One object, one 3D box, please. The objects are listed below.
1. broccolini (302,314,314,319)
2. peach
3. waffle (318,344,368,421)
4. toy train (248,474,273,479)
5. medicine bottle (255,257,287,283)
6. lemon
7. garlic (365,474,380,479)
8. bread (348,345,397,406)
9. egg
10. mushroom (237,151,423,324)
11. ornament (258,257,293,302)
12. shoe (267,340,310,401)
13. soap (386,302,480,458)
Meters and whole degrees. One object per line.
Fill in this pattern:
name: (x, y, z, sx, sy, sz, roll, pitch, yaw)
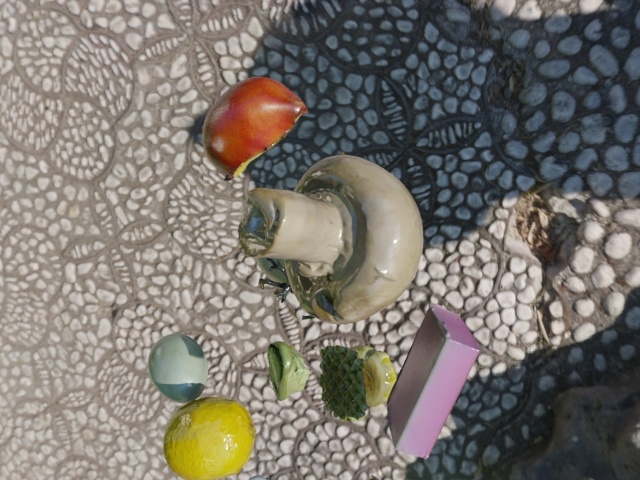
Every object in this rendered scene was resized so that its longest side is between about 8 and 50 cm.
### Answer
broccolini: (0.015, 0.199, 1.426, 0.140, 0.035, 0.030, -9, 130, 12)
peach: (-0.198, -0.339, 1.445, 0.362, 0.258, 0.201, -27, 106, 47)
waffle: (0.049, 0.344, 1.250, 0.169, 0.036, 0.183, -11, 82, 52)
toy train: (-0.136, 0.464, 0.836, 0.089, 0.219, 0.127, -41, 65, 47)
medicine bottle: (-0.055, 0.051, 1.636, 0.406, 0.236, 0.235, 34, 108, -4)
lemon: (-0.313, 0.555, 1.452, 0.288, 0.233, 0.233, -20, 93, 16)
garlic: (0.131, 0.638, 1.257, 0.101, 0.195, 0.087, 29, 99, 15)
bread: (0.155, 0.437, 1.680, 0.213, 0.105, 0.213, -1, 88, 40)
egg: (-0.457, 0.412, 1.672, 0.264, 0.183, 0.183, 45, 114, 46)
mushroom: (0.000, 0.000, 0.849, 0.292, 0.290, 0.292, -2, 88, 53)
ornament: (-0.078, 0.074, 1.377, 0.080, 0.236, 0.202, -48, 58, 32)
shoe: (-0.111, 0.406, 1.655, 0.140, 0.128, 0.262, 45, 145, 33)
soap: (0.222, 0.280, 1.058, 0.081, 0.181, 0.259, 21, 103, -4)
